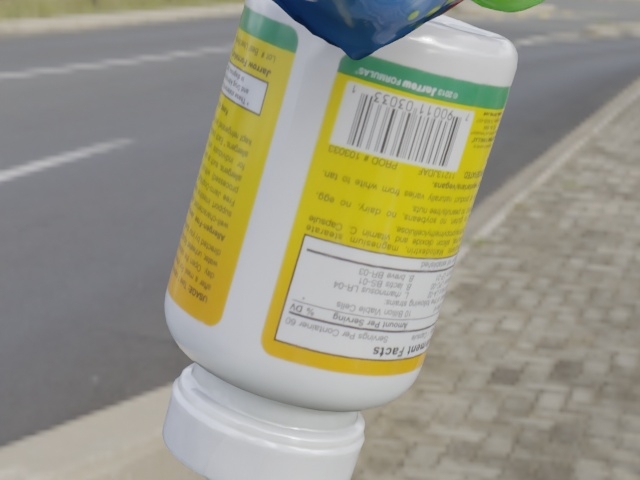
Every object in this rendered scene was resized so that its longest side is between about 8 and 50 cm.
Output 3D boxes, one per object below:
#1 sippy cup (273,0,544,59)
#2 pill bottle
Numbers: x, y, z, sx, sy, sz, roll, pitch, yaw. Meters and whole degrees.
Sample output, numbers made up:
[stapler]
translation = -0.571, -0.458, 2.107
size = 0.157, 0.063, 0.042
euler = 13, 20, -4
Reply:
[sippy cup]
translation = 0.039, -0.190, 0.461
size = 0.224, 0.305, 0.240
euler = -42, 26, -2
[pill bottle]
translation = 0.000, 0.000, 0.603
size = 0.117, 0.208, 0.117
euler = 15, 13, -3
